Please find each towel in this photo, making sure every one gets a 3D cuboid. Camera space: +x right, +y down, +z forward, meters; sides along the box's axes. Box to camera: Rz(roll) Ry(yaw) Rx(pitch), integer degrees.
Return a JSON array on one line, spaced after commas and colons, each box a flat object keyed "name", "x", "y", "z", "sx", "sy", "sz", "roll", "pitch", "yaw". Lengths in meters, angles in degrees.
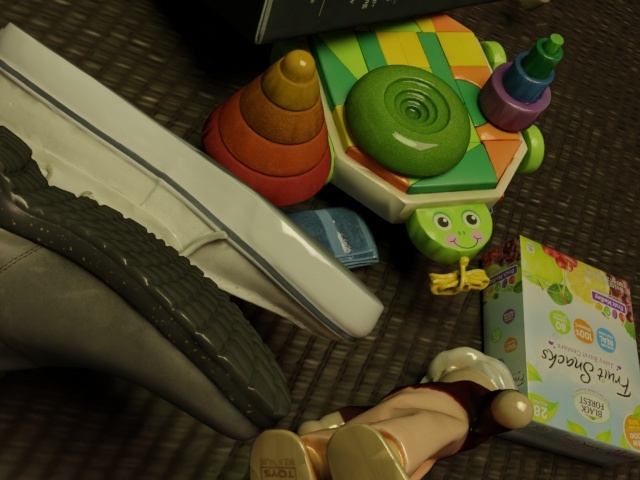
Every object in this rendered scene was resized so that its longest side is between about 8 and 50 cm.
[{"name": "towel", "x": 0.000, "y": 0.000, "z": 0.809, "sx": 0.119, "sy": 0.029, "sz": 0.067, "roll": -8, "pitch": 70, "yaw": -37}]

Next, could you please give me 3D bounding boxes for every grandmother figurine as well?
[{"name": "grandmother figurine", "x": 0.077, "y": 0.154, "z": 0.677, "sx": 0.342, "sy": 0.208, "sz": 0.104, "roll": -2, "pitch": 90, "yaw": -59}]

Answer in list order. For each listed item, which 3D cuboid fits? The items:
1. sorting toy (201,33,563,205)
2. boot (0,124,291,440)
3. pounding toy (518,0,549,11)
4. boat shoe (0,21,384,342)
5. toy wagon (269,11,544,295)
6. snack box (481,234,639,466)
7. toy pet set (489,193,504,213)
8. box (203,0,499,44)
[{"name": "sorting toy", "x": 0.078, "y": -0.137, "z": 0.751, "sx": 0.365, "sy": 0.126, "sz": 0.127, "roll": -13, "pitch": 65, "yaw": -25}, {"name": "boot", "x": -0.205, "y": 0.069, "z": 0.526, "sx": 0.338, "sy": 0.222, "sz": 0.118, "roll": 38, "pitch": 5, "yaw": 0}, {"name": "pounding toy", "x": 0.265, "y": -0.408, "z": 1.177, "sx": 0.181, "sy": 0.094, "sz": 0.206, "roll": 9, "pitch": 70, "yaw": -36}, {"name": "boat shoe", "x": -0.136, "y": -0.003, "z": 0.640, "sx": 0.367, "sy": 0.136, "sz": 0.156, "roll": 35, "pitch": 92, "yaw": 1}, {"name": "toy wagon", "x": 0.104, "y": -0.109, "z": 0.861, "sx": 0.267, "sy": 0.068, "sz": 0.344, "roll": -5, "pitch": 61, "yaw": -22}, {"name": "snack box", "x": 0.260, "y": 0.120, "z": 0.896, "sx": 0.174, "sy": 0.070, "sz": 0.207, "roll": 20, "pitch": 58, "yaw": -25}, {"name": "toy pet set", "x": 0.190, "y": -0.113, "z": 0.976, "sx": 0.122, "sy": 0.065, "sz": 0.114, "roll": 42, "pitch": 50, "yaw": -9}, {"name": "box", "x": 0.016, "y": -0.386, "z": 0.848, "sx": 0.395, "sy": 0.212, "sz": 0.293, "roll": -23, "pitch": 56, "yaw": -41}]
